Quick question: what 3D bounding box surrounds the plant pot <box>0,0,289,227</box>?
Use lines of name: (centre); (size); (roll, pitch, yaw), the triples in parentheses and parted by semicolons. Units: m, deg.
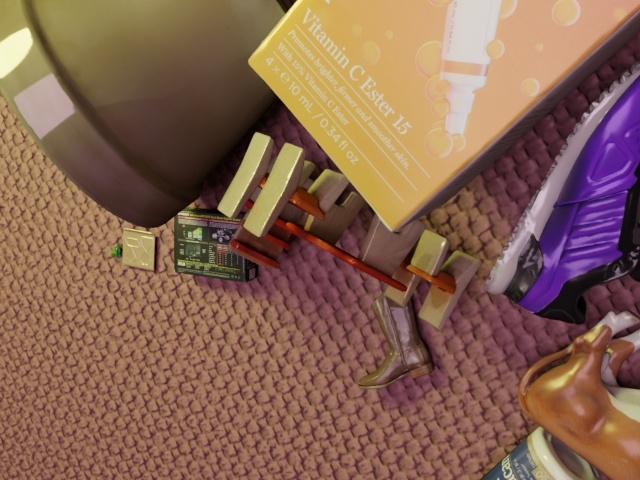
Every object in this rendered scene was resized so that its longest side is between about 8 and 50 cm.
plant pot: (-0.174, -0.224, 0.822); (0.280, 0.323, 0.323); (-33, 83, 10)

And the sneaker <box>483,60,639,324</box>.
sneaker: (0.302, -0.037, 0.716); (0.146, 0.102, 0.293); (32, 115, 14)

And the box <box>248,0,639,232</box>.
box: (0.142, -0.206, 0.620); (0.345, 0.168, 0.215); (-44, 81, 26)

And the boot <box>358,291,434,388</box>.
boot: (0.080, 0.124, 0.877); (0.106, 0.037, 0.114); (-20, 92, 14)

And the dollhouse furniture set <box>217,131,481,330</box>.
dollhouse furniture set: (0.000, 0.000, 0.782); (0.135, 0.262, 0.259); (-61, 32, 1)

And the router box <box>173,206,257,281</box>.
router box: (-0.147, 0.004, 0.967); (0.122, 0.038, 0.092); (7, 102, 25)

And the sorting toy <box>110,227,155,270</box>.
sorting toy: (-0.285, 0.011, 1.050); (0.083, 0.012, 0.062); (9, 107, 21)

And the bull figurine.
bull figurine: (0.365, 0.212, 0.719); (0.310, 0.101, 0.188); (36, 106, 12)

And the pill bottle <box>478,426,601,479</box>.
pill bottle: (0.231, 0.302, 0.799); (0.094, 0.094, 0.169); (44, 114, 14)
